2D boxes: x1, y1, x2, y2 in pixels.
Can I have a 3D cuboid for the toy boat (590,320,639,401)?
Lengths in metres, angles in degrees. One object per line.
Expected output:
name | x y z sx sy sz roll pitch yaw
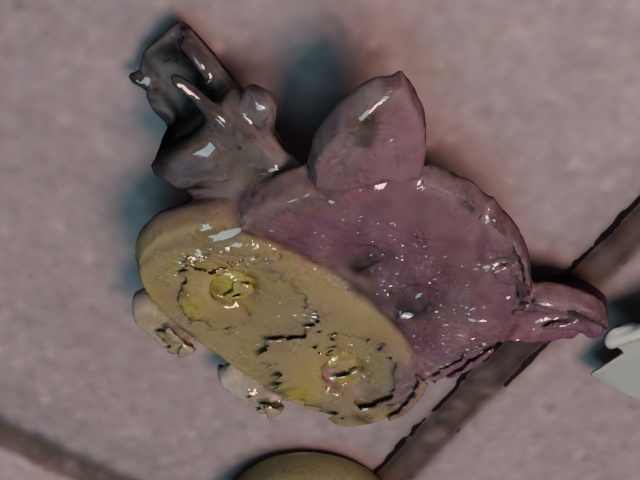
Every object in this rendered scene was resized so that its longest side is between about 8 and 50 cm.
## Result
toy boat | 0.231 0.014 0.406 0.291 0.067 0.220 -27 141 27

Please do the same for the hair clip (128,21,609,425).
hair clip | -0.001 0.005 0.428 0.146 0.056 0.187 -27 122 26

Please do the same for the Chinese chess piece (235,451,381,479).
Chinese chess piece | -0.005 0.129 0.523 0.084 0.034 0.084 2 124 3
